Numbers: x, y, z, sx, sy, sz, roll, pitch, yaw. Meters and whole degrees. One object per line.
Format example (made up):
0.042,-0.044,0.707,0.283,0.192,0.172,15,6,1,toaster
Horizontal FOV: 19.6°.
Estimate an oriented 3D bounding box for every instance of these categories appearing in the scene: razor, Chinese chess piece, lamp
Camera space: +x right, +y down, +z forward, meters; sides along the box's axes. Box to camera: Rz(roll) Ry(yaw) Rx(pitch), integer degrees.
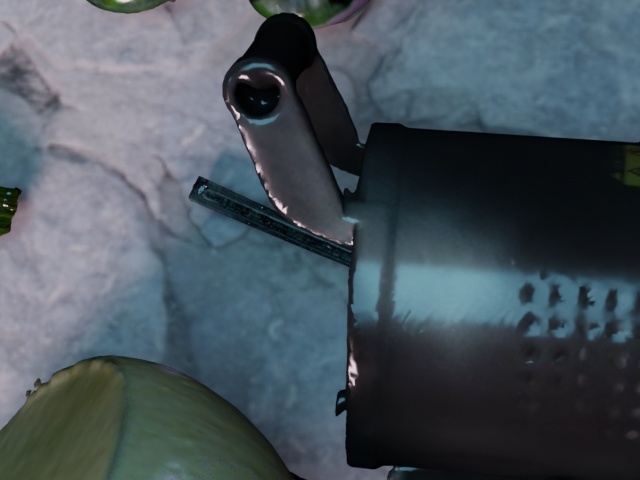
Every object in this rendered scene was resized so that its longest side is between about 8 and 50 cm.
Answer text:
-0.001,-0.001,1.218,0.190,0.033,0.066,24,87,16,razor
-0.153,0.236,1.066,0.146,0.349,0.349,37,92,-19,Chinese chess piece
0.130,0.028,1.074,0.272,0.205,0.374,-15,104,8,lamp

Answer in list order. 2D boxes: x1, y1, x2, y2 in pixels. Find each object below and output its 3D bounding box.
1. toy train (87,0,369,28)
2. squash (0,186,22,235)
-0.060,-0.281,1.211,0.307,0.173,0.249,8,75,15,toy train
-0.332,-0.012,1.282,0.258,0.069,0.069,-1,81,14,squash
